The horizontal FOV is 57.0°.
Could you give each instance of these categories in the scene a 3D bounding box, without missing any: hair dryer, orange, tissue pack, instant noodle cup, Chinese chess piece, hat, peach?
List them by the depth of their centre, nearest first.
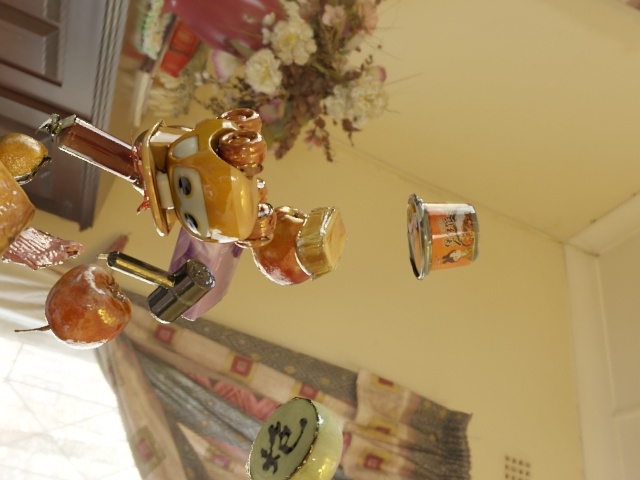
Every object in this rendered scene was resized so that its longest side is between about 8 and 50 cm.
[{"bbox_3d":[-0.307,0.069,1.056,0.124,0.219,0.071,-38,-132,18],"label":"hair dryer"},{"bbox_3d":[0.250,-0.011,1.198,0.208,0.125,0.178,81,5,-77],"label":"instant noodle cup"},{"bbox_3d":[-0.746,-0.201,1.429,0.160,0.170,0.112,40,-37,44],"label":"orange"},{"bbox_3d":[-0.903,0.013,1.813,0.237,0.286,0.107,-45,157,-75],"label":"hat"},{"bbox_3d":[-0.350,0.058,1.844,0.242,0.160,0.338,-47,163,-57],"label":"tissue pack"},{"bbox_3d":[-0.089,0.706,1.992,0.349,0.146,0.349,-35,-152,22],"label":"Chinese chess piece"},{"bbox_3d":[-0.120,0.023,2.088,0.281,0.281,0.238,-65,-151,18],"label":"peach"}]

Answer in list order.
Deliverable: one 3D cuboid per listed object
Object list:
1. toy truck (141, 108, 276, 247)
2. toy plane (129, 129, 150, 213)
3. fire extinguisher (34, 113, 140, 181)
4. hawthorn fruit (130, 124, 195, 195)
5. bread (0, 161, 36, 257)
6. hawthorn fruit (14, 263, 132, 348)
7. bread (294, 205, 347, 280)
[{"bbox_3d":[-0.196,-0.116,1.065,0.288,0.211,0.204,-105,-171,-57],"label":"toy truck"},{"bbox_3d":[-0.435,-0.169,1.472,0.126,0.077,0.194,128,-43,-61],"label":"toy plane"},{"bbox_3d":[-0.584,-0.244,1.511,0.105,0.269,0.105,-31,-134,38],"label":"fire extinguisher"},{"bbox_3d":[-0.431,-0.228,1.816,0.301,0.268,0.268,-7,-125,29],"label":"hawthorn fruit"},{"bbox_3d":[-0.480,-0.056,0.711,0.099,0.235,0.210,-18,-148,16],"label":"bread"},{"bbox_3d":[-0.666,0.204,1.693,0.263,0.235,0.231,-60,162,16],"label":"hawthorn fruit"},{"bbox_3d":[0.000,0.000,1.707,0.241,0.107,0.136,-66,139,-59],"label":"bread"}]
